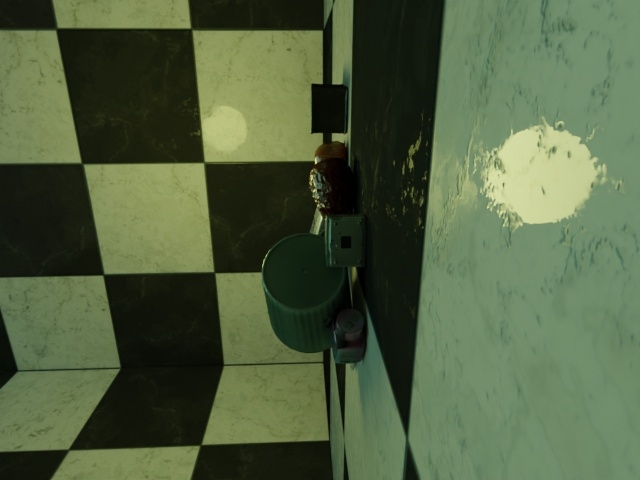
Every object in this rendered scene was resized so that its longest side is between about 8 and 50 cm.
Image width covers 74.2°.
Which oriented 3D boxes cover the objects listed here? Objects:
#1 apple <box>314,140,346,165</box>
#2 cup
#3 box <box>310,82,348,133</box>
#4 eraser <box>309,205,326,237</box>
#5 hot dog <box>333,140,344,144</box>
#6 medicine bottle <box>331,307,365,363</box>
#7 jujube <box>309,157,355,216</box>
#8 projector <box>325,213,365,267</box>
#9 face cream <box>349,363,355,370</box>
[{"bbox_3d":[0.040,-0.321,1.685,0.146,0.130,0.147,-1,-90,-86],"label":"apple"},{"bbox_3d":[-0.040,0.142,1.443,0.392,0.309,0.402,87,-177,-61],"label":"cup"},{"bbox_3d":[0.030,-0.540,1.731,0.273,0.143,0.184,-93,3,-67],"label":"box"},{"bbox_3d":[0.000,0.000,1.667,0.130,0.086,0.288,-97,20,-55],"label":"eraser"},{"bbox_3d":[0.068,-0.374,1.815,0.078,0.061,0.169,58,150,7],"label":"hot dog"},{"bbox_3d":[0.083,0.281,1.268,0.188,0.094,0.119,91,175,-53],"label":"medicine bottle"},{"bbox_3d":[0.050,-0.163,1.441,0.168,0.167,0.237,-153,47,-88],"label":"jujube"},{"bbox_3d":[0.071,0.001,1.214,0.061,0.114,0.147,-94,4,-78],"label":"projector"},{"bbox_3d":[0.115,0.409,1.469,0.038,0.020,0.115,-93,5,-50],"label":"face cream"}]
